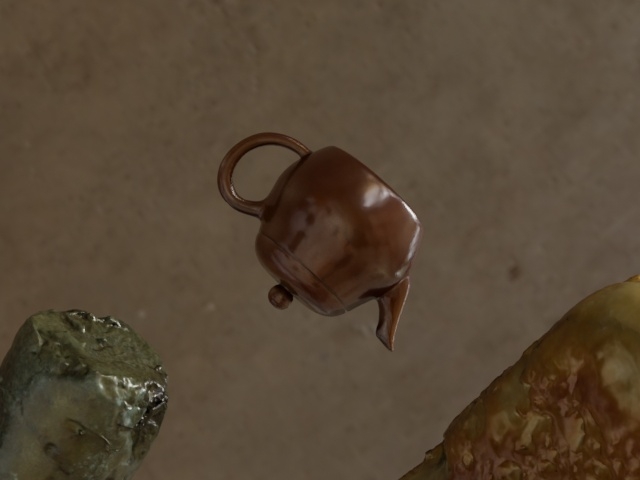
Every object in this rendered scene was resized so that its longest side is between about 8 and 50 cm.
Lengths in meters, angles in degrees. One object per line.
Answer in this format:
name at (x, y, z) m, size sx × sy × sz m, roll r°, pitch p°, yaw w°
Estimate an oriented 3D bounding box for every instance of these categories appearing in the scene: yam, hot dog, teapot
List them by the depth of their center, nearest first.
yam at (-0.132, 0.116, 0.864) m, size 0.078 × 0.078 × 0.179 m, roll 17°, pitch 109°, yaw -46°
hot dog at (0.143, 0.121, 0.978) m, size 0.153 × 0.150 × 0.257 m, roll -9°, pitch 151°, yaw -39°
teapot at (0.000, 0.000, 1.351) m, size 0.116 × 0.173 × 0.116 m, roll -47°, pitch -179°, yaw 1°
